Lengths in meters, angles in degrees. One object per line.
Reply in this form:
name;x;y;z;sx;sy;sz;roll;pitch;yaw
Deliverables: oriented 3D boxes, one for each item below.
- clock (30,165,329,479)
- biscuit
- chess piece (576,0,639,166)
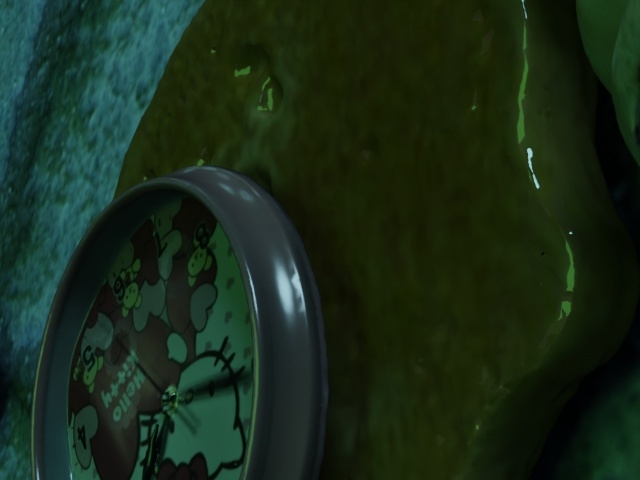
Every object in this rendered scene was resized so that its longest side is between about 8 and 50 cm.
clock;-0.074;0.081;0.621;0.244;0.056;0.244;-19;66;49
biscuit;0.002;0.000;0.633;0.385;0.062;0.365;-40;51;42
chess piece;0.130;-0.139;0.457;0.143;0.143;0.261;-52;38;30
